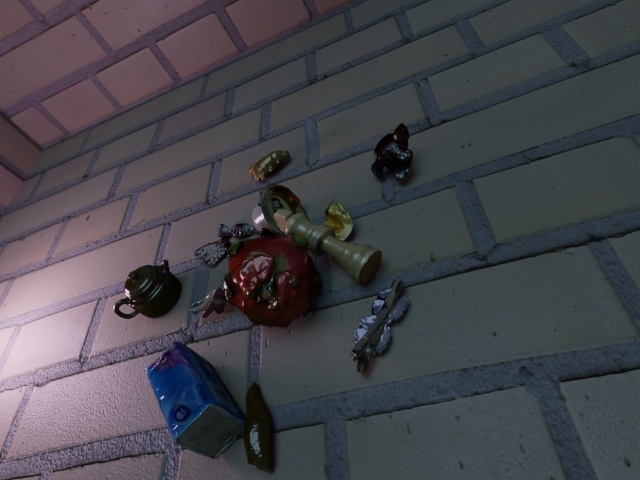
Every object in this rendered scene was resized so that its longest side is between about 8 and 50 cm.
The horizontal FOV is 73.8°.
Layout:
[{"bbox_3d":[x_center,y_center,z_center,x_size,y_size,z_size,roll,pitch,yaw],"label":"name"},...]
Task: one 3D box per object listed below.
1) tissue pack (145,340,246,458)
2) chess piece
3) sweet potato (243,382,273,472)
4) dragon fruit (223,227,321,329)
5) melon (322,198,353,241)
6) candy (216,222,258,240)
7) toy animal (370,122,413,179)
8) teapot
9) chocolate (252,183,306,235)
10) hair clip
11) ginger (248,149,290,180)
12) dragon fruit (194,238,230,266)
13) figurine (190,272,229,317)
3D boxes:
[{"bbox_3d":[-0.347,0.438,1.181,0.146,0.198,0.263,-43,46,-11],"label":"tissue pack"},{"bbox_3d":[0.000,0.000,1.356,0.397,0.117,0.117,28,70,29],"label":"chess piece"},{"bbox_3d":[-0.171,0.485,1.130,0.077,0.077,0.244,-25,48,9],"label":"sweet potato"},{"bbox_3d":[-0.144,0.099,1.271,0.305,0.226,0.306,1,65,-2],"label":"dragon fruit"},{"bbox_3d":[0.053,-0.045,1.447,0.128,0.079,0.160,26,91,21],"label":"melon"},{"bbox_3d":[-0.319,-0.045,1.669,0.226,0.051,0.094,-3,50,28],"label":"candy"},{"bbox_3d":[0.247,-0.313,1.488,0.116,0.180,0.219,-9,44,-12],"label":"toy animal"},{"bbox_3d":[-0.653,0.181,1.585,0.267,0.175,0.185,-44,44,-10],"label":"teapot"},{"bbox_3d":[-0.169,-0.094,1.561,0.147,0.221,0.221,-23,40,47],"label":"chocolate"},{"bbox_3d":[0.158,0.225,1.165,0.106,0.085,0.292,10,54,40],"label":"hair clip"},{"bbox_3d":[-0.227,-0.320,1.825,0.205,0.081,0.115,-27,13,19],"label":"ginger"},{"bbox_3d":[-0.413,0.040,1.663,0.097,0.063,0.131,40,76,11],"label":"dragon fruit"},{"bbox_3d":[-0.319,0.179,1.466,0.260,0.103,0.205,-27,11,9],"label":"figurine"}]
